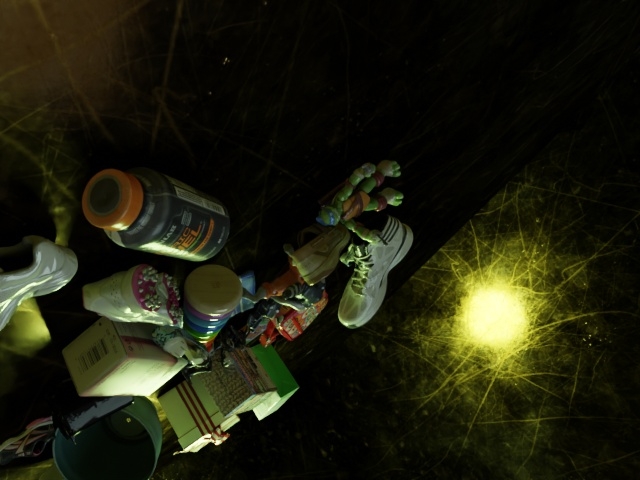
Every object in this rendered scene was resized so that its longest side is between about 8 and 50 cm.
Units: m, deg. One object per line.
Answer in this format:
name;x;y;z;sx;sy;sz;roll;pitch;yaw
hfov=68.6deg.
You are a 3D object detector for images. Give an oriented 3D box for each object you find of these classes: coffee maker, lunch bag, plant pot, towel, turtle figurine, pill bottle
coffee maker;-0.577;0.419;1.201;0.178;0.171;0.120;-24;140;-39
lunch bag;-0.096;0.250;1.708;0.258;0.120;0.293;-45;161;-12
plant pot;-0.607;0.579;1.410;0.293;0.293;0.196;-41;-172;6
towel;-0.337;0.220;1.381;0.336;0.040;0.243;-30;159;-23
turtle figurine;0.148;-0.104;1.239;0.266;0.197;0.275;-36;-176;-39
pill bottle;-0.264;-0.042;0.772;0.130;0.130;0.246;-42;160;9

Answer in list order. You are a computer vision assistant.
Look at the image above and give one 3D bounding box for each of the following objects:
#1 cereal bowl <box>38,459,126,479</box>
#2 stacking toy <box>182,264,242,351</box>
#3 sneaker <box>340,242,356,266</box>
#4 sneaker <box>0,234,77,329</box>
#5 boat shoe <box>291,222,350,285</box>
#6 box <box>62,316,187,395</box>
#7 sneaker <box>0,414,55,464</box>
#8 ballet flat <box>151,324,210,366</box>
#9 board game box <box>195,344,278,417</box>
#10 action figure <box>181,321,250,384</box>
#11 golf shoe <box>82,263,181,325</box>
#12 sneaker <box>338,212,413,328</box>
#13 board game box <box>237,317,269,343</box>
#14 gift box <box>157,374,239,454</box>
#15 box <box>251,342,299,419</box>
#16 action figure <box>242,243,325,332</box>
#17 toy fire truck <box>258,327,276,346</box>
cereal bowl;-0.734;0.785;1.559;0.339;0.141;0.339;-16;-174;2
stacking toy;-0.304;0.211;1.234;0.141;0.141;0.330;-23;153;-38
sneaker;0.132;0.049;1.804;0.052;0.058;0.135;-19;152;-44
sneaker;-0.495;0.066;0.697;0.232;0.090;0.115;-42;156;-17
boat shoe;0.000;0.000;1.304;0.122;0.110;0.341;-35;-169;18
box;-0.459;0.280;1.125;0.149;0.126;0.232;-40;154;4
sneaker;-0.794;0.556;1.265;0.178;0.077;0.072;-40;160;6
ballet flat;-0.331;0.262;1.142;0.070;0.070;0.188;-40;141;4
board game box;-0.325;0.539;1.834;0.141;0.232;0.291;-39;160;1
action figure;-0.345;0.401;1.632;0.276;0.141;0.164;-30;148;-19
golf shoe;-0.391;0.125;1.005;0.140;0.115;0.306;-10;161;-3
sneaker;0.144;0.095;1.706;0.258;0.169;0.447;29;89;-48
board game box;-0.237;0.326;1.814;0.260;0.039;0.124;-35;160;0
gift box;-0.491;0.709;1.886;0.276;0.258;0.255;-35;160;-14
box;-0.255;0.629;2.123;0.127;0.262;0.231;-16;152;-47
action figure;-0.100;0.170;1.419;0.341;0.179;0.330;-55;151;3
toy fire truck;-0.187;0.378;1.997;0.135;0.047;0.192;-29;160;-29
